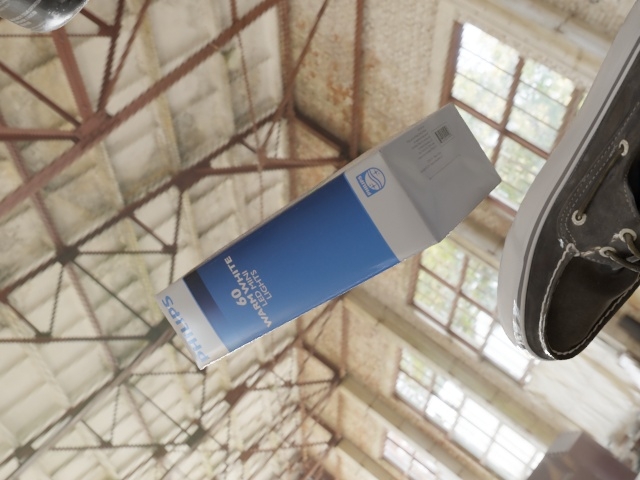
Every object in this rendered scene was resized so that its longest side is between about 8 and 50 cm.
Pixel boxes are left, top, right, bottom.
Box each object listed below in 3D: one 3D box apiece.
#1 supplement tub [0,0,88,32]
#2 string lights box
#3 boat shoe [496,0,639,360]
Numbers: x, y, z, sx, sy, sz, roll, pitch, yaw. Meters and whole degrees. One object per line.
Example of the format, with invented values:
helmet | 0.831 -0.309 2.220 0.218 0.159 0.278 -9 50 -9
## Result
supplement tub | -0.343 -0.339 0.731 0.338 0.207 0.207 24 -77 -38
string lights box | 0.000 0.000 0.680 0.259 0.077 0.133 -31 3 38
boat shoe | 0.166 -0.023 0.442 0.080 0.076 0.229 13 -67 -27
